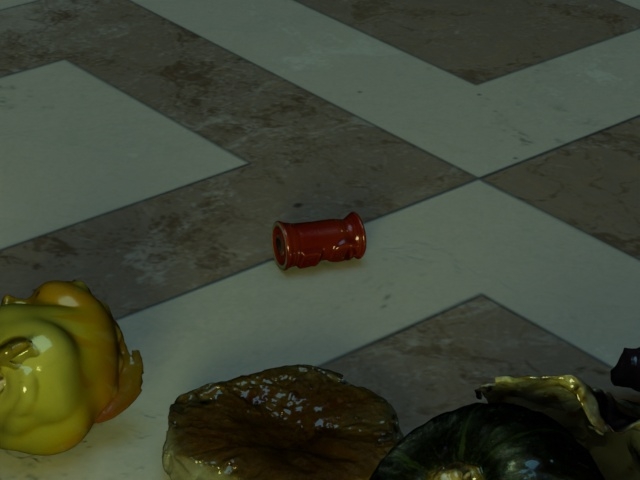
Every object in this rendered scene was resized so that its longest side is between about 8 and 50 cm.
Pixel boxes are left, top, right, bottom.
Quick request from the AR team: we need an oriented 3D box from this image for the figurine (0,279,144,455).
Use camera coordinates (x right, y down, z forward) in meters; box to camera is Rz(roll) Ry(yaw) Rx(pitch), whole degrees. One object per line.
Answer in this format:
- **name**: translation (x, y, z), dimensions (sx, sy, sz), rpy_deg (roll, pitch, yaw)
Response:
- **figurine**: translation (-0.258, 0.119, 1.435), dimensions (0.246, 0.131, 0.156), rpy_deg (-25, -4, -16)

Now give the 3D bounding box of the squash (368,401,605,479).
- **squash**: translation (0.113, 0.204, 1.254), dimensions (0.193, 0.156, 0.193), rpy_deg (-37, 22, 17)

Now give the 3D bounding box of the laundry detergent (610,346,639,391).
- **laundry detergent**: translation (0.352, 0.109, 1.540), dimensions (0.222, 0.078, 0.144), rpy_deg (5, 27, 8)

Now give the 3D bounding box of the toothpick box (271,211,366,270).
- **toothpick box**: translation (0.000, 0.000, 1.733), dimensions (0.083, 0.047, 0.047), rpy_deg (-8, 31, -19)

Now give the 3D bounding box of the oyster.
- **oyster**: translation (0.252, 0.149, 1.340), dimensions (0.294, 0.094, 0.166), rpy_deg (31, -13, -23)

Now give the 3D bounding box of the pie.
- **pie**: translation (-0.024, 0.161, 1.442), dimensions (0.195, 0.046, 0.195), rpy_deg (3, 30, -2)
